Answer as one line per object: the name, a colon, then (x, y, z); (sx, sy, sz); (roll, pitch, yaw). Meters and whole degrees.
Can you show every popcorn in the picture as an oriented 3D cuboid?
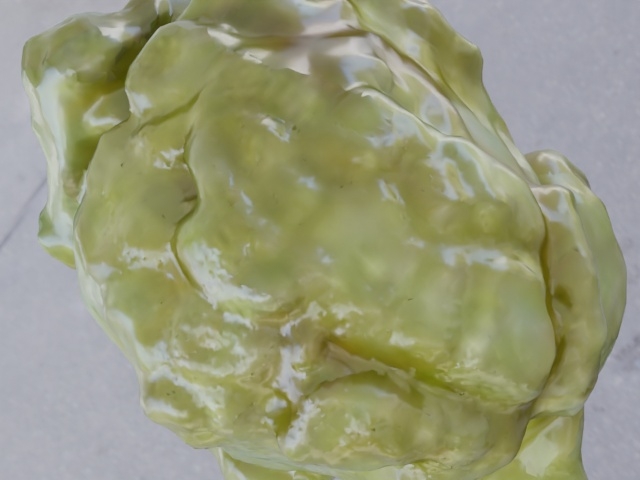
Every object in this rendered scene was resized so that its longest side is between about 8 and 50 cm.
popcorn: (0.000, 0.000, 0.556); (0.195, 0.255, 0.256); (-48, 20, -2)
